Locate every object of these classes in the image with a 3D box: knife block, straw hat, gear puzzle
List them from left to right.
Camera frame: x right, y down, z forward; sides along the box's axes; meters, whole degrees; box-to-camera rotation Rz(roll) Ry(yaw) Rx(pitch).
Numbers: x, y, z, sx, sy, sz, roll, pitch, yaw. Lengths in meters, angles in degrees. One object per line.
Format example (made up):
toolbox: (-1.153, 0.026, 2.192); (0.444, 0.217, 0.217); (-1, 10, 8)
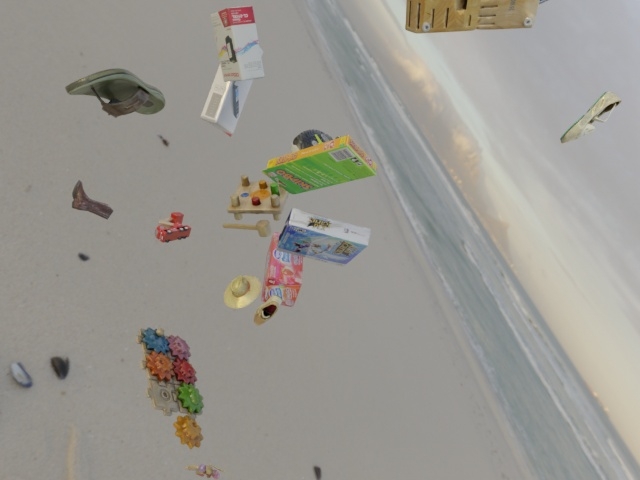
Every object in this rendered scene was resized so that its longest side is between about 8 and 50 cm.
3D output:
gear puzzle: (-0.363, 0.360, 1.126); (0.175, 0.044, 0.338); (38, 16, -49)
straw hat: (-0.280, 0.160, 1.548); (0.061, 0.145, 0.144); (73, 2, -46)
knife block: (0.284, -0.453, 0.775); (0.242, 0.276, 0.088); (-83, 170, -45)

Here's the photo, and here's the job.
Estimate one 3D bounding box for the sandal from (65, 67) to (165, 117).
sandal: (-0.476, -0.344, 1.095); (0.303, 0.120, 0.086); (-16, 89, -73)

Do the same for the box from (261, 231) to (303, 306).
box: (-0.137, 0.102, 1.632); (0.123, 0.128, 0.256); (13, 38, -11)

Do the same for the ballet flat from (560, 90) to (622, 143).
ballet flat: (0.691, -0.306, 1.137); (0.052, 0.168, 0.057); (47, 13, 25)

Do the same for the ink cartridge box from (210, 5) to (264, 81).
ink cartridge box: (-0.221, -0.519, 1.193); (0.127, 0.072, 0.175); (24, -51, 52)

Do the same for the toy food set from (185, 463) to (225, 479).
toy food set: (-0.329, 0.665, 1.278); (0.078, 0.122, 0.019); (40, 42, -23)

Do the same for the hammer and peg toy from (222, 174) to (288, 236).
hammer and peg toy: (-0.292, -0.171, 2.024); (0.361, 0.266, 0.127); (-78, 167, -52)

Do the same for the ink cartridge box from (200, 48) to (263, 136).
ink cartridge box: (-0.271, -0.503, 1.489); (0.066, 0.296, 0.261); (22, 3, 10)

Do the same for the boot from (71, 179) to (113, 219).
boot: (-0.691, -0.122, 1.360); (0.114, 0.037, 0.106); (20, 53, -44)

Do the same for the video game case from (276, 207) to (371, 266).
video game case: (0.000, 0.000, 1.414); (0.245, 0.269, 0.061); (14, 70, -9)

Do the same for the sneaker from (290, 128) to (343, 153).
sneaker: (0.006, -0.232, 1.349); (0.145, 0.147, 0.385); (56, 22, 10)

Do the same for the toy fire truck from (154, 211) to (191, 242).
toy fire truck: (-0.585, -0.054, 1.748); (0.135, 0.047, 0.192); (30, 23, 21)

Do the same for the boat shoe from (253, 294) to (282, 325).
boat shoe: (-0.171, 0.223, 1.389); (0.050, 0.135, 0.045); (35, 29, -7)

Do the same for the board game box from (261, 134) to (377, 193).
board game box: (-0.008, -0.170, 1.057); (0.124, 0.260, 0.039); (35, 54, -44)
